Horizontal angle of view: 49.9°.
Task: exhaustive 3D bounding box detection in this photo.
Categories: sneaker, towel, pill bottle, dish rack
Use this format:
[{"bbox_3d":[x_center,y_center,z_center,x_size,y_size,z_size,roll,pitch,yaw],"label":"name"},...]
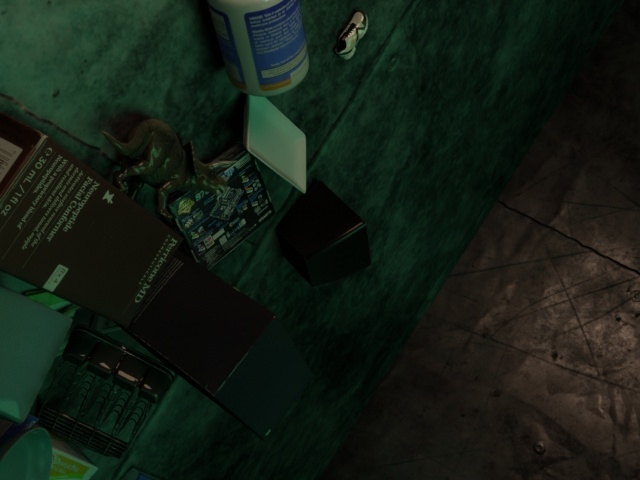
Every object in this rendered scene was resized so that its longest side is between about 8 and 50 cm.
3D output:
[{"bbox_3d":[0.068,-0.449,1.498,0.044,0.040,0.109,-1,119,-56],"label":"sneaker"},{"bbox_3d":[-0.491,0.148,1.226,0.113,0.023,0.152,-15,128,-56],"label":"towel"},{"bbox_3d":[-0.108,-0.389,1.151,0.152,0.152,0.272,-45,150,-24],"label":"pill bottle"},{"bbox_3d":[-0.416,0.301,1.300,0.271,0.208,0.074,-56,-172,35],"label":"dish rack"}]

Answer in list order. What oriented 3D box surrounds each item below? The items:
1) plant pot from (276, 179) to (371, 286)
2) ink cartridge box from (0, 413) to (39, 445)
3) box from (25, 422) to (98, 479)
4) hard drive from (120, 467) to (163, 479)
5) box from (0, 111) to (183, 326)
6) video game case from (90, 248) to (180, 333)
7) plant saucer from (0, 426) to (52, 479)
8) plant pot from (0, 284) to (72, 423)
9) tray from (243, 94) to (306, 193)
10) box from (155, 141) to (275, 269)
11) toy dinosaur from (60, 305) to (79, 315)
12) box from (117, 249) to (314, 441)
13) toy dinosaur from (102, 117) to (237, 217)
[{"bbox_3d":[0.000,0.000,1.714,0.167,0.187,0.188,-34,147,-17],"label":"plant pot"},{"bbox_3d":[-0.624,0.308,1.122,0.186,0.065,0.311,-51,149,-14],"label":"ink cartridge box"},{"bbox_3d":[-0.546,0.434,1.334,0.114,0.103,0.203,-50,152,-15],"label":"box"},{"bbox_3d":[-0.482,0.722,1.804,0.210,0.040,0.318,-50,152,-15],"label":"hard drive"},{"bbox_3d":[-0.396,-0.017,1.067,0.191,0.143,0.381,-60,155,-9],"label":"box"},{"bbox_3d":[-0.355,0.093,1.386,0.201,0.023,0.183,-5,123,-56],"label":"video game case"},{"bbox_3d":[-0.524,0.454,1.102,0.317,0.044,0.317,15,90,-90],"label":"plant saucer"},{"bbox_3d":[-0.517,0.129,0.963,0.234,0.166,0.165,47,53,-46],"label":"plant pot"},{"bbox_3d":[-0.096,-0.204,1.441,0.270,0.030,0.145,33,55,-63],"label":"tray"},{"bbox_3d":[-0.203,-0.066,1.386,0.220,0.051,0.175,-42,131,-28],"label":"box"},{"bbox_3d":[-0.478,0.153,1.190,0.183,0.053,0.092,-52,170,-29],"label":"toy dinosaur"},{"bbox_3d":[-0.212,0.202,1.360,0.179,0.312,0.343,-51,154,-16],"label":"box"},{"bbox_3d":[-0.289,-0.141,1.186,0.160,0.121,0.313,-66,149,-11],"label":"toy dinosaur"}]
